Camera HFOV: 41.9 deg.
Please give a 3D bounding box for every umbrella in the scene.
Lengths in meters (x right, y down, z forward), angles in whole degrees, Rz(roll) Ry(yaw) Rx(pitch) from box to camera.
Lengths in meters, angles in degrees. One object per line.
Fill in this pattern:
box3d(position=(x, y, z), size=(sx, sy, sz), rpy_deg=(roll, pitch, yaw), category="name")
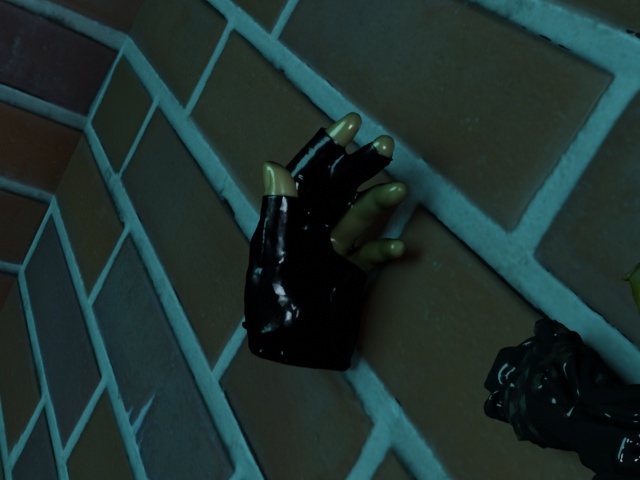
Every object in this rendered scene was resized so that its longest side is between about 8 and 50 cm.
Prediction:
box3d(position=(0.215, 0.142, 0.609), size=(0.110, 0.122, 0.272), rpy_deg=(-27, 19, -8), category="umbrella")

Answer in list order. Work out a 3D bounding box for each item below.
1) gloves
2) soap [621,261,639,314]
box3d(position=(-0.006, 0.002, 0.949), size=(0.152, 0.197, 0.301), rpy_deg=(40, 109, 43), category="gloves")
box3d(position=(0.376, 0.050, 0.430), size=(0.335, 0.156, 0.293), rpy_deg=(-43, 44, 32), category="soap")
